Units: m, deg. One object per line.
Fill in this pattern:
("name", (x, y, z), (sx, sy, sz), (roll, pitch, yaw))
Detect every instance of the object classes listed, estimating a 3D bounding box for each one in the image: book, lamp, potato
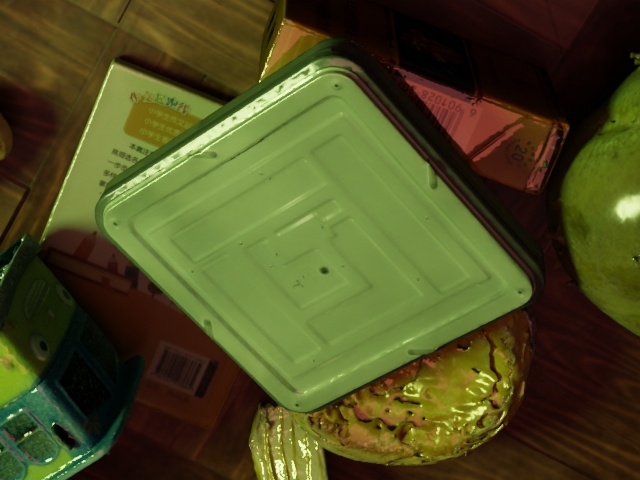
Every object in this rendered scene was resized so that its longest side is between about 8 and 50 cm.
("book", (-0.135, 0.010, 1.532), (0.208, 0.020, 0.295), (22, 112, -9))
("lamp", (0.000, 0.000, 1.379), (0.266, 0.047, 0.269), (-30, 118, 29))
("potato", (0.362, -0.014, 1.419), (0.359, 0.219, 0.270), (27, 120, -19))

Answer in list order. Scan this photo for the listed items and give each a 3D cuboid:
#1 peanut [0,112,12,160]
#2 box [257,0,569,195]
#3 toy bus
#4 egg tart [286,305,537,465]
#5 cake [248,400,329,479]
("peanut", (-0.345, -0.057, 1.472), (0.194, 0.083, 0.093), (-32, 75, 8))
("box", (0.071, -0.127, 1.400), (0.237, 0.152, 0.070), (22, 111, -9))
("toy bus", (-0.324, 0.153, 1.508), (0.312, 0.152, 0.190), (-33, 109, 21))
("egg tart", (0.069, 0.087, 1.526), (0.234, 0.094, 0.234), (0, 116, 0))
("cake", (-0.023, 0.240, 1.586), (0.080, 0.116, 0.185), (-2, 118, 3))
